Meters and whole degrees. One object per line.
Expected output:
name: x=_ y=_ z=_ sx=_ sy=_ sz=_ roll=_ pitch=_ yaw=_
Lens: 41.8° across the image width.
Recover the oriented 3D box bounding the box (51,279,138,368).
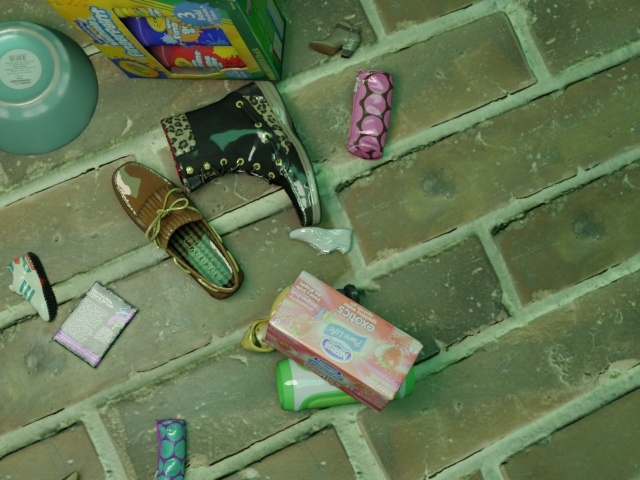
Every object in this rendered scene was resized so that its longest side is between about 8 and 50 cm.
box: x=-0.500 y=0.186 z=1.863 sx=0.116 sy=0.029 sz=0.162 roll=36 pitch=80 yaw=-3

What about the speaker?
speaker: x=0.054 y=0.310 z=1.883 sx=0.297 sy=0.131 sz=0.131 roll=-5 pitch=83 yaw=-9

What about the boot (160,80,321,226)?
boot: x=-0.177 y=-0.170 z=1.907 sx=0.284 sy=0.138 sz=0.377 roll=-20 pitch=82 yaw=-12

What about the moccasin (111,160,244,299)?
moccasin: x=-0.319 y=-0.024 z=1.860 sx=0.139 sy=0.147 sz=0.380 roll=-37 pitch=89 yaw=-12

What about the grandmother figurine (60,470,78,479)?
grandmother figurine: x=-0.467 y=0.660 z=1.774 sx=0.208 sy=0.104 sz=0.342 roll=-32 pitch=91 yaw=16

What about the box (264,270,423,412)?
box: x=0.045 y=0.216 z=1.768 sx=0.300 sy=0.154 sz=0.142 roll=32 pitch=67 yaw=5

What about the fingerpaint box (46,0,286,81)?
fingerpaint box: x=-0.296 y=-0.474 z=1.734 sx=0.371 sy=0.445 sz=0.163 roll=3 pitch=82 yaw=8

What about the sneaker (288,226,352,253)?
sneaker: x=0.000 y=0.000 z=1.956 sx=0.152 sy=0.054 sz=0.061 roll=4 pitch=84 yaw=-9

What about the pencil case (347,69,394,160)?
pencil case: x=0.115 y=-0.300 z=1.998 sx=0.098 sy=0.095 sz=0.209 roll=13 pitch=78 yaw=-38

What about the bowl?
bowl: x=-0.659 y=-0.359 z=1.846 sx=0.312 sy=0.163 sz=0.311 roll=1 pitch=82 yaw=-8

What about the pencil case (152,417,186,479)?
pencil case: x=-0.331 y=0.467 z=1.832 sx=0.070 sy=0.064 sz=0.151 roll=7 pitch=80 yaw=-33

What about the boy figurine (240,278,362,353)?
boy figurine: x=-0.048 y=0.178 z=1.906 sx=0.285 sy=0.092 sz=0.177 roll=-15 pitch=87 yaw=-14

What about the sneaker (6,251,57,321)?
sneaker: x=-0.640 y=0.110 z=1.845 sx=0.075 sy=0.057 sz=0.161 roll=-22 pitch=87 yaw=5

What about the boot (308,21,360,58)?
boot: x=0.038 y=-0.494 z=2.041 sx=0.119 sy=0.042 sz=0.087 roll=17 pitch=74 yaw=-7
